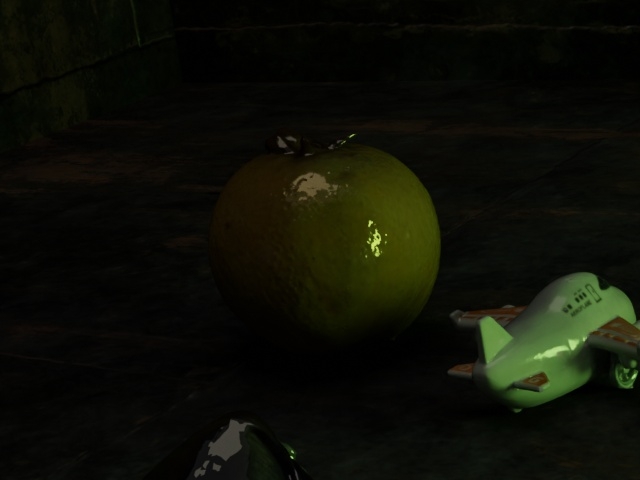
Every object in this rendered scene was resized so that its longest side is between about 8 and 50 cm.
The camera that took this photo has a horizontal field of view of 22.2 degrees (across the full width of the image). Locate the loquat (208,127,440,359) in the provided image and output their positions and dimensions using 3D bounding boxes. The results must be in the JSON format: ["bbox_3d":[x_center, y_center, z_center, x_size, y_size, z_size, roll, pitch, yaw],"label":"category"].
[{"bbox_3d":[0.000,0.000,1.885,0.275,0.275,0.275,-8,16,2],"label":"loquat"}]

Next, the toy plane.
[{"bbox_3d":[0.239,0.099,1.682,0.244,0.117,0.245,-9,16,3],"label":"toy plane"}]

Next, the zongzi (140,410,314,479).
[{"bbox_3d":[-0.016,0.354,0.978,0.403,0.432,0.208,-45,9,42],"label":"zongzi"}]
